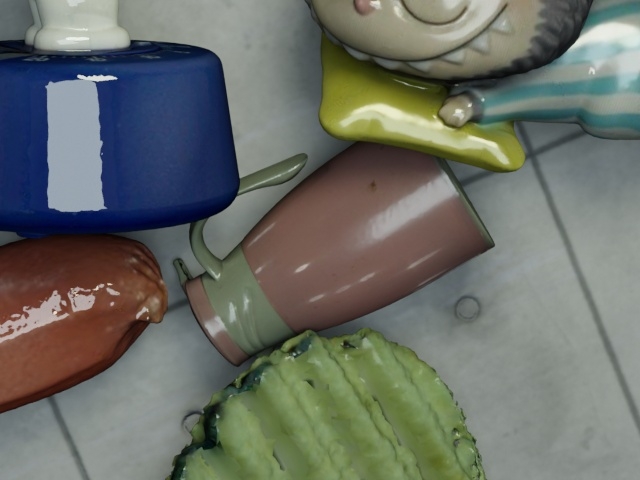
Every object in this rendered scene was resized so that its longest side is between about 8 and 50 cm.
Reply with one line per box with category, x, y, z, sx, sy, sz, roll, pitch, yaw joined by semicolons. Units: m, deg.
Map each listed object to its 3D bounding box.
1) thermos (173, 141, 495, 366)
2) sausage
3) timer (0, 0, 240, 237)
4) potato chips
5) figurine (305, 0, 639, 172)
thermos;0.000;0.000;1.546;0.265;0.146;0.176;-30;112;5
sausage;-0.261;0.073;1.524;0.254;0.148;0.148;-20;96;-10
timer;-0.199;-0.211;1.419;0.270;0.270;0.384;0;102;-6
potato chips;0.008;0.294;1.575;0.358;0.070;0.429;-32;112;-9
figurine;0.184;-0.265;1.428;0.361;0.266;0.378;2;129;-18
